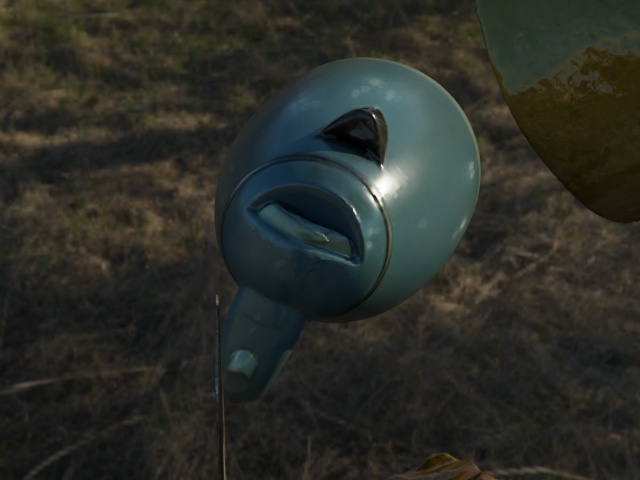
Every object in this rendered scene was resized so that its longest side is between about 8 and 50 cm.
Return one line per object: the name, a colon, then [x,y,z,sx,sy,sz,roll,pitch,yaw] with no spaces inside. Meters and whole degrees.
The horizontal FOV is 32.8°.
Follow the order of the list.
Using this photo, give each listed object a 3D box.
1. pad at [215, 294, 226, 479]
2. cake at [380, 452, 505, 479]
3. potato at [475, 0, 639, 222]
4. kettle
pad: [-0.063,0.170,0.711,0.003,0.234,0.158,-2,17,-5]
cake: [0.153,0.429,1.072,0.293,0.306,0.314,-29,26,-16]
potato: [0.210,-0.116,0.634,0.158,0.203,0.178,-18,17,40]
kettle: [0.000,0.000,1.029,0.247,0.319,0.342,25,20,5]
